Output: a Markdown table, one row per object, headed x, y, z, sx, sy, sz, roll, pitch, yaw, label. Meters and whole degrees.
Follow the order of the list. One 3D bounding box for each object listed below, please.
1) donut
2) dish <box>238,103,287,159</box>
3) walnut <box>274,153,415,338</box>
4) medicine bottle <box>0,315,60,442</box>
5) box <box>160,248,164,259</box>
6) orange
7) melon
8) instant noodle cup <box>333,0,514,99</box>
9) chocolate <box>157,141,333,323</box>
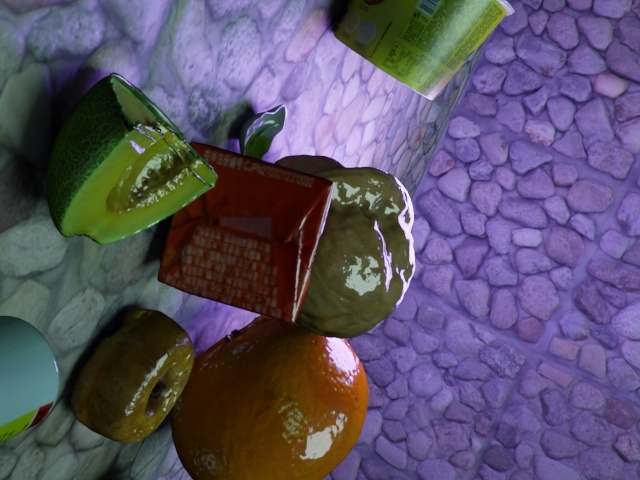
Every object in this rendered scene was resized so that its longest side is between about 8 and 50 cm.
| x | y | z | sx | sy | sz | roll | pitch | yaw | label |
| --- | --- | --- | --- | --- | --- | --- | --- | --- | --- |
| -0.301 | 0.223 | 1.258 | 0.227 | 0.113 | 0.227 | -57 | 164 | -25 | donut |
| -0.109 | -0.193 | 1.329 | 0.137 | 0.039 | 0.091 | -51 | 155 | -39 | dish |
| 0.009 | 0.010 | 1.457 | 0.384 | 0.383 | 0.384 | -55 | 162 | -27 | walnut |
| -0.398 | 0.167 | 0.809 | 0.139 | 0.139 | 0.225 | -67 | 164 | 15 | medicine bottle |
| -0.219 | 0.001 | 1.323 | 0.156 | 0.022 | 0.089 | -52 | 159 | -34 | box |
| -0.110 | 0.330 | 1.577 | 0.424 | 0.423 | 0.326 | -43 | 112 | -50 | orange |
| -0.253 | -0.093 | 0.912 | 0.169 | 0.129 | 0.265 | -41 | 168 | 3 | melon |
| 0.178 | -0.424 | 1.456 | 0.222 | 0.311 | 0.311 | -56 | 166 | 15 | instant noodle cup |
| -0.111 | -0.015 | 1.215 | 0.108 | 0.237 | 0.235 | -27 | 132 | -77 | chocolate |
